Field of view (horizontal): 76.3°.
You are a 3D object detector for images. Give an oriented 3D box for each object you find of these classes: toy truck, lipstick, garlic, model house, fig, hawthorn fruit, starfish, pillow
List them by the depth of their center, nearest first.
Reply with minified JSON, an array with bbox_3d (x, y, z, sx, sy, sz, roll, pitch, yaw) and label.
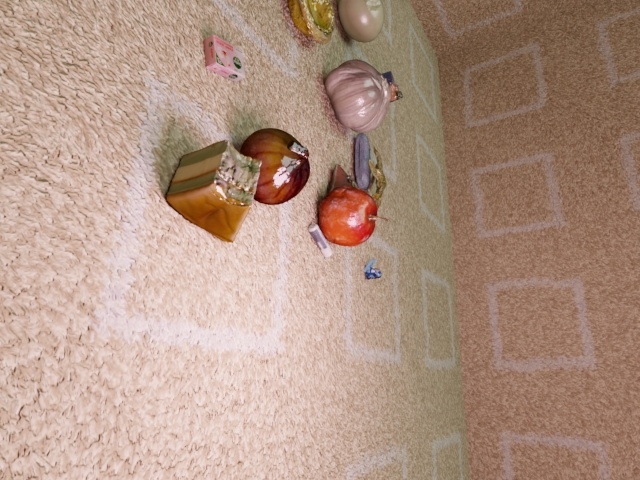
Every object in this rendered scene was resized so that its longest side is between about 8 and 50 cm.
[{"bbox_3d":[-0.131,-0.218,1.222,0.235,0.214,0.235,5,90,-80],"label":"fig"},{"bbox_3d":[0.000,0.000,1.522,0.141,0.040,0.040,60,36,-31],"label":"lipstick"},{"bbox_3d":[0.132,-0.089,1.536,0.241,0.271,0.242,-16,111,-49],"label":"hawthorn fruit"},{"bbox_3d":[0.099,-0.207,1.708,0.171,0.075,0.179,42,49,-44],"label":"pillow"},{"bbox_3d":[0.174,-0.630,1.778,0.317,0.259,0.318,34,51,-55],"label":"garlic"},{"bbox_3d":[0.235,0.130,1.839,0.056,0.073,0.090,-3,85,-59],"label":"toy truck"},{"bbox_3d":[0.272,-0.297,1.938,0.347,0.078,0.358,39,52,-70],"label":"starfish"},{"bbox_3d":[0.350,-0.832,2.227,0.172,0.166,0.183,68,21,-13],"label":"model house"}]

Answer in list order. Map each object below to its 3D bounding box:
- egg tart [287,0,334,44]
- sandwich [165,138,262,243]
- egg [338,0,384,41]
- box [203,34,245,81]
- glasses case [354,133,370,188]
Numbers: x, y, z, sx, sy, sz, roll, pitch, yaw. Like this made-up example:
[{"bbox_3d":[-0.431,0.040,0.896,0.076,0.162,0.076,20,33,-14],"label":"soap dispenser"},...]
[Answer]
[{"bbox_3d":[-0.040,-0.931,1.645,0.288,0.118,0.288,28,57,-55],"label":"egg tart"},{"bbox_3d":[-0.226,-0.115,1.028,0.227,0.198,0.155,43,47,-45],"label":"sandwich"},{"bbox_3d":[0.200,-1.112,1.994,0.269,0.219,0.219,61,36,-26],"label":"egg"},{"bbox_3d":[-0.282,-0.536,1.206,0.125,0.043,0.089,-2,84,-59],"label":"box"},{"bbox_3d":[0.201,-0.376,1.930,0.109,0.067,0.283,36,51,-58],"label":"glasses case"}]
